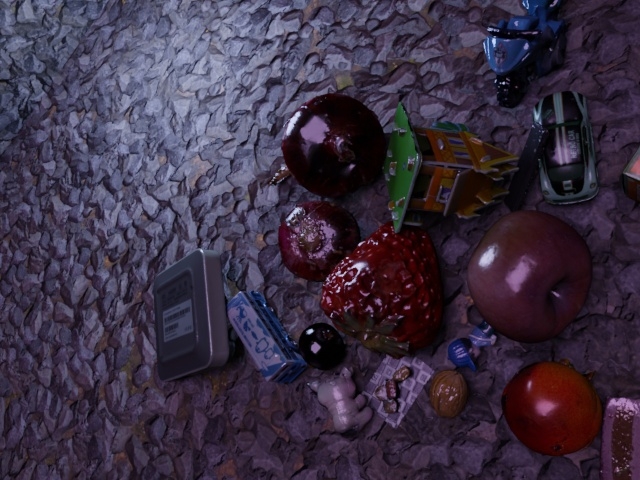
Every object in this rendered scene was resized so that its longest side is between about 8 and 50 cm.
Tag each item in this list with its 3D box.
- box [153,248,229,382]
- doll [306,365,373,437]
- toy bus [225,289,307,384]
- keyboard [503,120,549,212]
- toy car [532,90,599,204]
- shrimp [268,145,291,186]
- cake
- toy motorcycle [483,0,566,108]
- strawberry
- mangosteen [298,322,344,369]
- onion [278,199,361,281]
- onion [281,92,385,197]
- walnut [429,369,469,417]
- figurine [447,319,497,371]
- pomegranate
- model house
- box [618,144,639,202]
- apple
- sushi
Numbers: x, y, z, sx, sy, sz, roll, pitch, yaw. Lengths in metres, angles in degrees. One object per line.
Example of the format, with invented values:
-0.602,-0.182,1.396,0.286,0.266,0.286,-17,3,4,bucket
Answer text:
-0.428,0.243,1.850,0.367,0.090,0.372,-27,65,44,box
0.054,0.447,1.599,0.149,0.095,0.192,-38,63,22,doll
-0.168,0.287,1.739,0.106,0.131,0.297,-46,60,13,toy bus
0.521,-0.183,1.469,0.072,0.023,0.231,-102,21,-58,keyboard
0.610,-0.245,1.454,0.136,0.125,0.305,-8,75,27,toy car
-0.119,-0.260,1.908,0.178,0.034,0.124,-37,57,19,shrimp
0.678,0.472,1.270,0.116,0.113,0.295,3,92,31,cake
0.544,-0.558,1.506,0.172,0.232,0.416,23,89,34,toy motorcycle
0.178,0.110,1.529,0.318,0.295,0.345,23,59,-2,strawberry
-0.003,0.314,1.657,0.137,0.137,0.151,48,136,29,mangosteen
0.000,0.000,1.690,0.247,0.190,0.246,1,94,17,onion
0.037,-0.275,1.682,0.314,0.232,0.313,0,96,-1,onion
0.325,0.389,1.466,0.105,0.105,0.124,17,101,31,walnut
0.392,0.263,1.474,0.149,0.087,0.086,-51,22,7,figurine
0.524,0.367,1.303,0.210,0.210,0.235,28,59,31,pomegranate
0.340,-0.187,1.545,0.357,0.313,0.242,-94,14,-55,model house
0.795,-0.179,1.304,0.148,0.177,0.194,35,95,32,box
0.478,0.083,1.358,0.235,0.306,0.305,30,93,55,apple
0.200,0.388,1.571,0.139,0.031,0.201,34,95,31,sushi
